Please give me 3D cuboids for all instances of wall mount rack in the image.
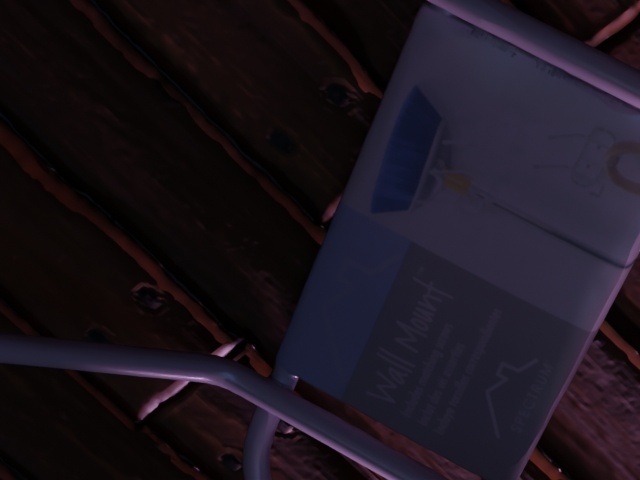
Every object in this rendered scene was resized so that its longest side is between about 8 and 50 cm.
[{"bbox_3d":[0.000,0.000,0.742,0.304,0.130,0.350,27,117,9],"label":"wall mount rack"}]
